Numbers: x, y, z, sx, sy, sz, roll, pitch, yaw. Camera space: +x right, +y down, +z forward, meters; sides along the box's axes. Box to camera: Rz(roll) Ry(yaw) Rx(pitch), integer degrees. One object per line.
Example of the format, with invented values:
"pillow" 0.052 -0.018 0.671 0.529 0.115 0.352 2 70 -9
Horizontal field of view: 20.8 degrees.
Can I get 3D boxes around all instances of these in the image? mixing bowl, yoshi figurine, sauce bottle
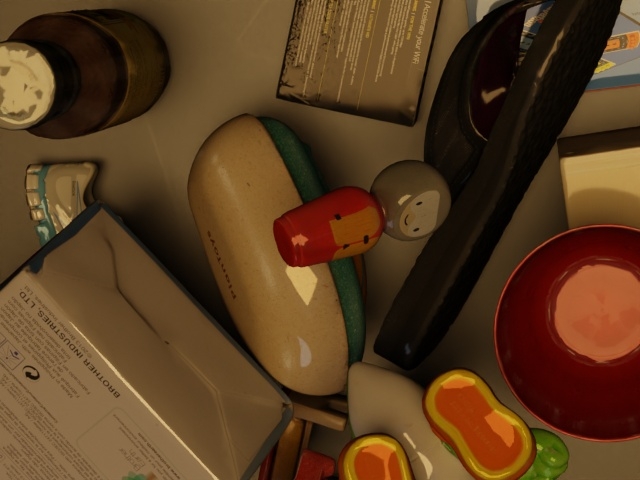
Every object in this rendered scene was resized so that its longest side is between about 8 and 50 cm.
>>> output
"mixing bowl" 0.235 0.068 1.455 0.181 0.098 0.181 1 100 7
"yoshi figurine" 0.100 0.232 1.517 0.204 0.362 0.203 13 78 1
"sauce bottle" -0.212 -0.144 1.502 0.111 0.344 0.111 1 98 6

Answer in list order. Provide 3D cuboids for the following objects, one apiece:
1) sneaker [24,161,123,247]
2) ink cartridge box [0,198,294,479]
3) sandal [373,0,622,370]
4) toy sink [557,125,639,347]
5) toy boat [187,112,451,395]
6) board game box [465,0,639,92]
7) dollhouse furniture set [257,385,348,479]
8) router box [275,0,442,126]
"sneaker" -0.224 0.014 1.672 0.083 0.071 0.190 -11 99 3
"ink cartridge box" -0.256 0.188 1.619 0.270 0.151 0.395 48 124 -4
"sandal" 0.139 -0.089 1.545 0.107 0.167 0.445 32 110 13
"toy sink" 0.284 0.022 1.568 0.131 0.153 0.234 -9 100 8
"toy boat" 0.000 0.000 1.534 0.148 0.318 0.267 -20 88 -19
"board game box" 0.275 -0.212 1.591 0.281 0.027 0.145 -6 98 8
"dollhouse furniture set" -0.084 0.331 1.641 0.152 0.201 0.374 12 101 6
"router box" 0.041 -0.205 1.611 0.133 0.046 0.179 13 101 4
